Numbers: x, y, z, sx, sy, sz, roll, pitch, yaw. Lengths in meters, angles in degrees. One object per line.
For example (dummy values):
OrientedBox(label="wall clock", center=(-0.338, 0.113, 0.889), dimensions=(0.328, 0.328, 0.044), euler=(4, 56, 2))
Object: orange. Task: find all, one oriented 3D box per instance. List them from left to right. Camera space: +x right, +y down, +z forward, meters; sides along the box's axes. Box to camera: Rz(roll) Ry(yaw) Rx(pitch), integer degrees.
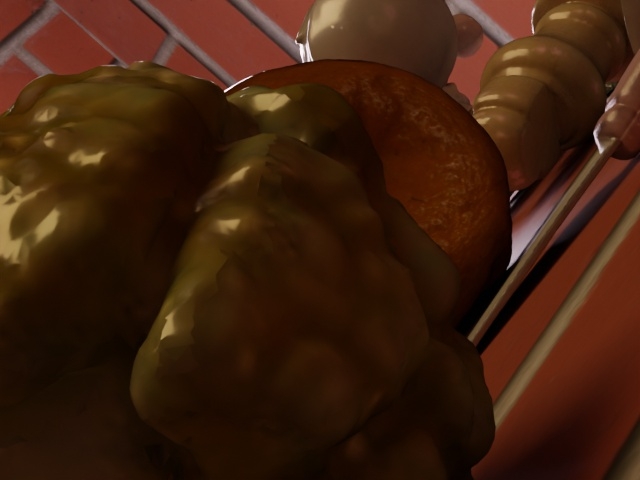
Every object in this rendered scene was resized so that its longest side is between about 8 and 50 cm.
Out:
OrientedBox(label="orange", center=(0.000, 0.000, 1.179), dimensions=(0.249, 0.249, 0.183), euler=(-50, -14, -41))

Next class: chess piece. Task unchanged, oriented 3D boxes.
OrientedBox(label="chess piece", center=(0.214, -0.172, 1.401), dimensions=(0.397, 0.117, 0.117), euler=(-51, 3, -39))

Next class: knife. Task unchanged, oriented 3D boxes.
OrientedBox(label="knife", center=(0.153, -0.036, 1.052), dimensions=(0.336, 0.043, 0.081), euler=(-51, -4, -13))

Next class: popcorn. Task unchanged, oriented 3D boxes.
OrientedBox(label="popcorn", center=(-0.089, 0.081, 0.673), dimensions=(0.335, 0.279, 0.274), euler=(-31, 32, 42))

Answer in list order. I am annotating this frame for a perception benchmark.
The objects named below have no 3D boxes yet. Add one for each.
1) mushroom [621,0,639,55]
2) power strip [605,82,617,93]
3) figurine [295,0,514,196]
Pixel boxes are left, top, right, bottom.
OrientedBox(label="mushroom", center=(0.299, -0.271, 1.262), dimensions=(0.177, 0.126, 0.397), euler=(-58, -1, 36))
OrientedBox(label="power strip", center=(0.238, -0.133, 1.494), dimensions=(0.027, 0.017, 0.083), euler=(-50, -1, 15))
OrientedBox(label="figurine", center=(0.073, -0.123, 1.438), dimensions=(0.182, 0.257, 0.144), euler=(-47, 3, -4))
